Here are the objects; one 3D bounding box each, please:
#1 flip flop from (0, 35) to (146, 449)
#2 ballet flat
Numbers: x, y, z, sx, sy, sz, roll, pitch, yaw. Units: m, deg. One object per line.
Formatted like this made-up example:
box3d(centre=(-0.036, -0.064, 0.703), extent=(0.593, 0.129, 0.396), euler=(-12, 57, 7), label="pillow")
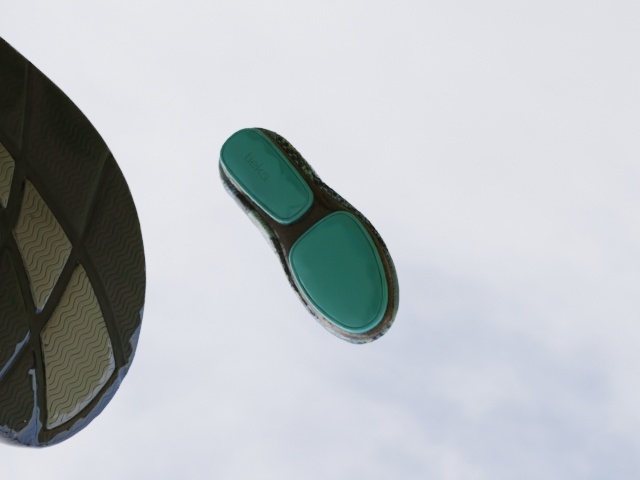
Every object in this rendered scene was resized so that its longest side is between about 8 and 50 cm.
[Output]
box3d(centre=(-0.172, -0.041, 0.599), extent=(0.277, 0.080, 0.112), euler=(47, -120, -9), label="flip flop")
box3d(centre=(0.000, 0.000, 1.043), extent=(0.070, 0.070, 0.188), euler=(-8, -130, -35), label="ballet flat")
